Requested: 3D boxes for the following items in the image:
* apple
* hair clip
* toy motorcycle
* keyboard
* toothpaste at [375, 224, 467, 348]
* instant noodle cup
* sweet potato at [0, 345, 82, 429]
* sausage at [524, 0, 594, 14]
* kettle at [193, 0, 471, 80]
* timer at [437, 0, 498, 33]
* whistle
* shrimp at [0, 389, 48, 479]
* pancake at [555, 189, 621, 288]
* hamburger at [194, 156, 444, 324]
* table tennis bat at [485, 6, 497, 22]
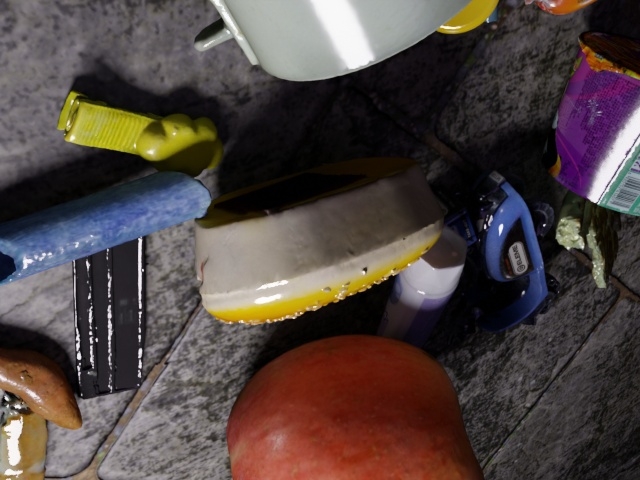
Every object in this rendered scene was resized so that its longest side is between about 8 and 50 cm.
[{"bbox_3d":[0.050,0.308,0.865,0.364,0.364,0.363,-17,127,-24],"label":"apple"},{"bbox_3d":[-0.173,-0.108,0.656,0.173,0.046,0.072,14,114,-41],"label":"hair clip"},{"bbox_3d":[0.266,0.042,1.007,0.213,0.125,0.358,-31,130,-1],"label":"toy motorcycle"},{"bbox_3d":[-0.247,0.085,0.754,0.087,0.017,0.250,-8,122,-29],"label":"keyboard"},{"bbox_3d":[0.134,0.118,0.946,0.125,0.080,0.371,-23,148,-21],"label":"toothpaste"},{"bbox_3d":[0.449,-0.164,0.916,0.251,0.251,0.190,-6,130,-31],"label":"instant noodle cup"},{"bbox_3d":[-0.331,0.156,0.723,0.055,0.058,0.202,-10,134,26],"label":"sweet potato"},{"bbox_3d":[0.385,-0.376,0.825,0.312,0.093,0.092,-32,132,-12],"label":"sausage"},{"bbox_3d":[-0.083,-0.322,0.480,0.361,0.249,0.376,-22,133,17],"label":"kettle"},{"bbox_3d":[0.149,-0.285,0.712,0.107,0.109,0.107,7,120,11],"label":"timer"},{"bbox_3d":[-0.260,-0.007,0.635,0.305,0.062,0.062,-20,129,-14],"label":"whistle"},{"bbox_3d":[-0.427,0.315,0.751,0.287,0.068,0.185,-38,135,-9],"label":"shrimp"},{"bbox_3d":[0.457,-0.018,1.070,0.377,0.054,0.197,10,77,-55],"label":"pancake"},{"bbox_3d":[0.000,0.000,0.729,0.296,0.227,0.151,-16,103,-21],"label":"hamburger"},{"bbox_3d":[0.207,-0.345,0.774,0.100,0.019,0.155,-23,127,-21],"label":"table tennis bat"}]
